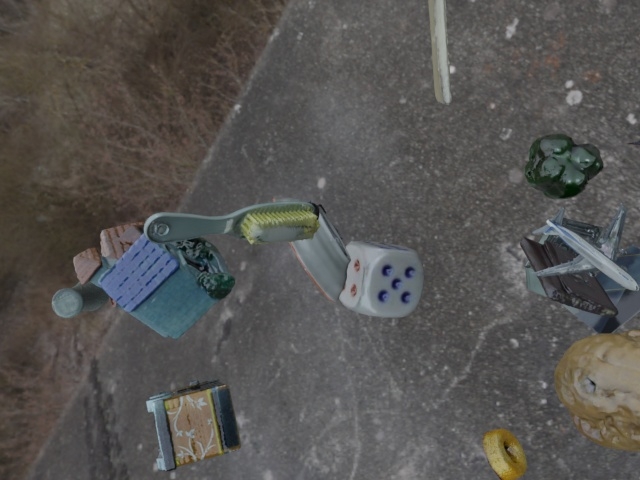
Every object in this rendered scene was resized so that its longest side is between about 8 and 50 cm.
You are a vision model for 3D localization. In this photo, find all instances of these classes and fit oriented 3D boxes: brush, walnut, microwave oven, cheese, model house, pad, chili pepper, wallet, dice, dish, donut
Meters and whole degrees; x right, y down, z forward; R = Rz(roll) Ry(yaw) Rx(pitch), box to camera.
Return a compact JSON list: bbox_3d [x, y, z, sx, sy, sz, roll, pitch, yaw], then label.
[{"bbox_3d":[-0.116,-0.016,0.943,0.060,0.297,0.068,45,131,46],"label":"brush"},{"bbox_3d":[0.492,0.238,0.987,0.245,0.198,0.198,175,104,-68],"label":"walnut"},{"bbox_3d":[0.686,0.051,1.734,0.162,0.122,0.208,19,59,35],"label":"microwave oven"},{"bbox_3d":[0.267,-0.513,1.410,0.085,0.034,0.400,-81,-15,-71],"label":"cheese"},{"bbox_3d":[-0.440,0.049,1.538,0.252,0.329,0.295,-47,40,9],"label":"model house"},{"bbox_3d":[0.739,0.121,1.529,0.243,0.004,0.163,-41,33,2],"label":"pad"},{"bbox_3d":[0.636,-0.192,1.648,0.261,0.174,0.165,14,-91,-86],"label":"chili pepper"},{"bbox_3d":[0.560,0.082,1.404,0.229,0.182,0.049,-86,18,-61],"label":"wallet"},{"bbox_3d":[0.165,0.106,1.737,0.193,0.194,0.192,-162,77,-68],"label":"dice"},{"bbox_3d":[0.000,0.000,1.323,0.085,0.260,0.260,-31,50,7],"label":"dish"},{"bbox_3d":[0.522,0.601,1.742,0.058,0.152,0.152,-38,52,33],"label":"donut"}]

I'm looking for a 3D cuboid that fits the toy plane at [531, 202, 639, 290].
[{"bbox_3d":[0.508,0.024,1.162,0.226,0.226,0.058,-51,13,42],"label":"toy plane"}]

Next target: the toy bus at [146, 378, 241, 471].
[{"bbox_3d":[-0.253,0.358,1.243,0.275,0.167,0.138,142,115,-73],"label":"toy bus"}]

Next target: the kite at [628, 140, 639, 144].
[{"bbox_3d":[0.307,-0.094,0.586,0.044,0.078,0.002,5,92,57],"label":"kite"}]

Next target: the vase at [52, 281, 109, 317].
[{"bbox_3d":[-0.627,0.151,1.618,0.219,0.096,0.096,-159,82,-85],"label":"vase"}]
